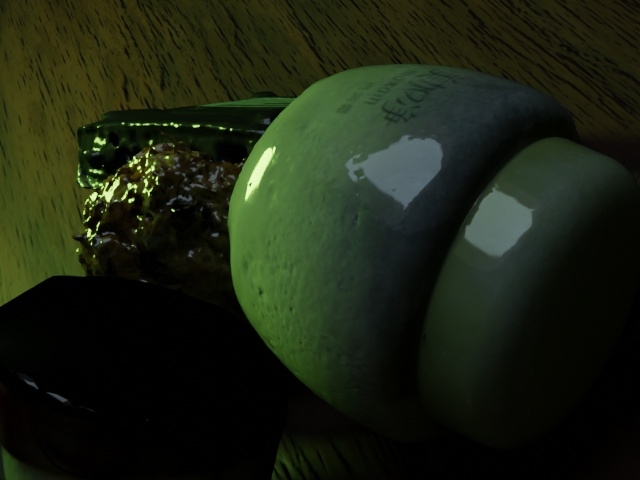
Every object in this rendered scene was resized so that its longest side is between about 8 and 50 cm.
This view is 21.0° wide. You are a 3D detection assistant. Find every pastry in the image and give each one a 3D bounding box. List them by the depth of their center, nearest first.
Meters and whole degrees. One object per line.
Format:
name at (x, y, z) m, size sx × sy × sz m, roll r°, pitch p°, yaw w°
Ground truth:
pastry at (-0.105, 0.016, 1.709) m, size 0.274 × 0.275 × 0.193 m, roll -17°, pitch 24°, yaw 15°

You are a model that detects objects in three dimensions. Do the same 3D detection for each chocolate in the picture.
chocolate at (-0.176, 0.172, 1.519) m, size 0.283 × 0.186 × 0.283 m, roll 13°, pitch 20°, yaw -5°

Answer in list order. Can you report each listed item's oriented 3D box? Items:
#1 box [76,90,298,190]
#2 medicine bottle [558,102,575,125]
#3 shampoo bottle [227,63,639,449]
box at (-0.058, -0.116, 1.959) m, size 0.359 × 0.091 × 0.350 m, roll 4°, pitch 13°, yaw 41°
medicine bottle at (0.202, -0.113, 1.874) m, size 0.140 × 0.079 × 0.079 m, roll 6°, pitch 41°, yaw 44°
shampoo bottle at (0.095, 0.010, 1.485) m, size 0.317 × 0.322 × 0.322 m, roll 23°, pitch 51°, yaw 30°
